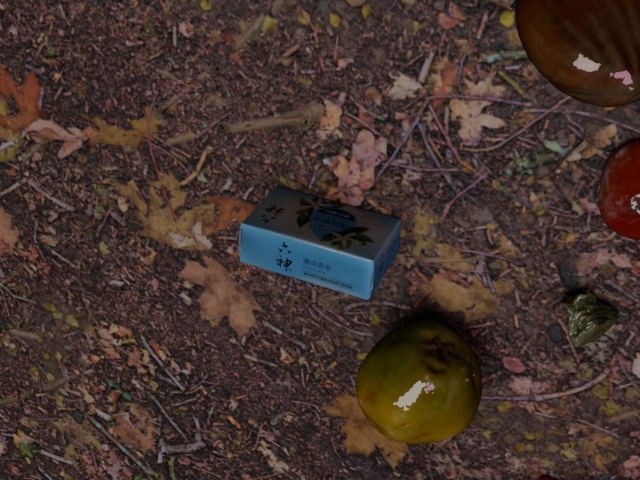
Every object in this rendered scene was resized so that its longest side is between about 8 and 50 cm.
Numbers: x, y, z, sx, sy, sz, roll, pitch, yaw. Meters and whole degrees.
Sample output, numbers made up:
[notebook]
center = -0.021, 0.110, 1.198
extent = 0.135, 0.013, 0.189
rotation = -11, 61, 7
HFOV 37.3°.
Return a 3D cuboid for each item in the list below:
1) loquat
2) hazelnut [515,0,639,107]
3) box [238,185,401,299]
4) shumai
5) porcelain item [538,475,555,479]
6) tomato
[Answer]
[loquat]
center = 0.158, 0.251, 1.600
extent = 0.213, 0.213, 0.246
rotation = 31, 136, 5
[hazelnut]
center = 0.349, -0.254, 1.196
extent = 0.210, 0.210, 0.186
rotation = 46, 167, -7
[box]
center = 0.000, 0.000, 1.551
extent = 0.232, 0.142, 0.083
rotation = 17, 125, 15
[shumai]
center = 0.411, 0.115, 1.489
extent = 0.083, 0.082, 0.080
rotation = -41, 60, 9
[porcelain item]
center = 0.418, 0.535, 1.673
extent = 0.253, 0.253, 0.253
rotation = 12, 124, 18
[tomato]
center = 0.459, -0.058, 1.331
extent = 0.139, 0.091, 0.159
rotation = 12, 126, 20
